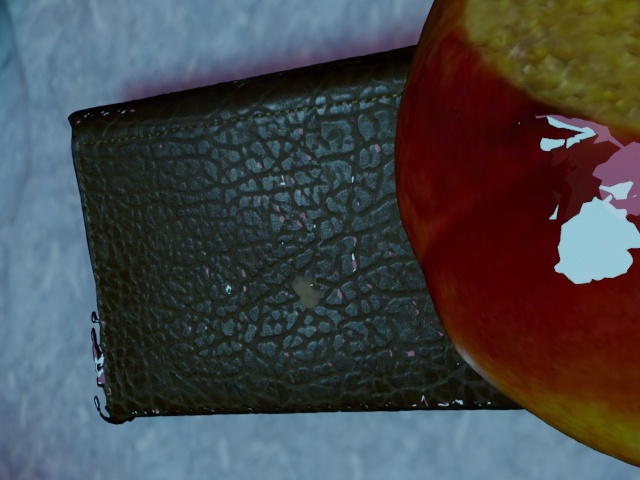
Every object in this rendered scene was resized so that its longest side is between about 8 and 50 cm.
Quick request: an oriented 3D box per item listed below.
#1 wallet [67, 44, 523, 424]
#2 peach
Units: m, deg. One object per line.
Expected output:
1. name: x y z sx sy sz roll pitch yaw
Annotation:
1. wallet: 0.000 0.000 0.656 0.243 0.039 0.133 -7 94 41
2. peach: 0.118 -0.030 0.453 0.190 0.190 0.192 62 145 20
